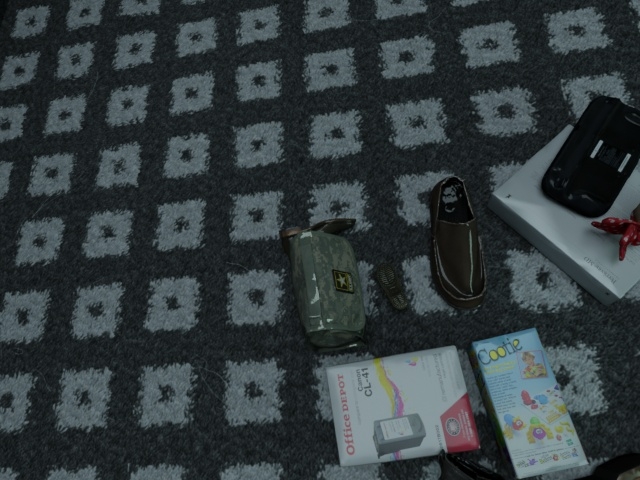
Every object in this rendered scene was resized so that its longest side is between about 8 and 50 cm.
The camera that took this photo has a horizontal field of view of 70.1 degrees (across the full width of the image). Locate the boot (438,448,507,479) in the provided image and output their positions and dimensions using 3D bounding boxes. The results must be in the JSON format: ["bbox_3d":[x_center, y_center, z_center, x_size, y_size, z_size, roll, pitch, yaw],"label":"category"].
[{"bbox_3d":[0.330,0.571,0.917,0.263,0.091,0.229,24,112,21],"label":"boot"}]

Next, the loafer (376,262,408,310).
[{"bbox_3d":[0.186,0.125,1.195,0.056,0.050,0.148,-17,52,1],"label":"loafer"}]

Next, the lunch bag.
[{"bbox_3d":[0.017,0.128,1.099,0.169,0.287,0.235,-11,67,8],"label":"lunch bag"}]

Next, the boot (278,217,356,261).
[{"bbox_3d":[0.000,0.000,1.279,0.219,0.082,0.106,-12,90,3],"label":"boot"}]

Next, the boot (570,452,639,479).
[{"bbox_3d":[0.555,0.552,0.935,0.305,0.112,0.115,-22,78,1],"label":"boot"}]

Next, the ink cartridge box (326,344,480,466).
[{"bbox_3d":[0.184,0.382,1.056,0.306,0.131,0.226,-11,69,6],"label":"ink cartridge box"}]

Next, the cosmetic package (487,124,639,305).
[{"bbox_3d":[0.666,-0.072,1.142,0.284,0.097,0.377,-40,68,-7],"label":"cosmetic package"}]

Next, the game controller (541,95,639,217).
[{"bbox_3d":[0.683,-0.210,1.117,0.166,0.067,0.319,35,80,6],"label":"game controller"}]

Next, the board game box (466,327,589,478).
[{"bbox_3d":[0.440,0.352,1.006,0.144,0.142,0.275,-15,68,6],"label":"board game box"}]

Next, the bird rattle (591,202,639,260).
[{"bbox_3d":[0.740,-0.067,0.978,0.254,0.207,0.143,0,52,1],"label":"bird rattle"}]

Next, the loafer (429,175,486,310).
[{"bbox_3d":[0.339,-0.005,1.166,0.134,0.130,0.366,-9,68,8],"label":"loafer"}]
